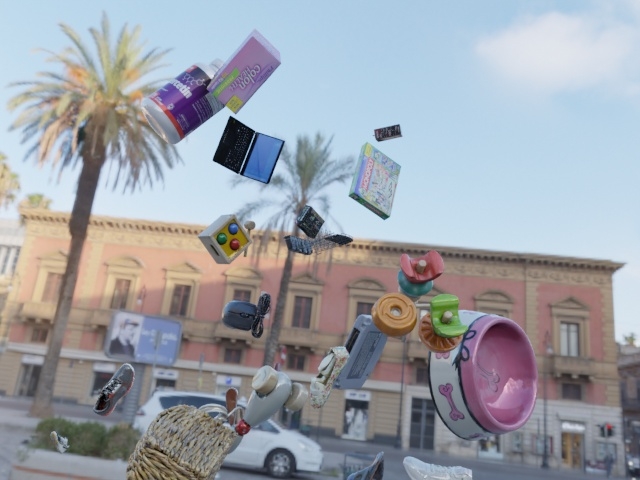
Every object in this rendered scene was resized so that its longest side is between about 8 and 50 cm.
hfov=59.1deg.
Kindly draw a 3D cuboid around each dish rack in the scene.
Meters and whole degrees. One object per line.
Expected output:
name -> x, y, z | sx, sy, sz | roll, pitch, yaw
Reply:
dish rack -> 0.000, 0.000, 2.480 | 0.272, 0.074, 0.208 | -16, -15, 25

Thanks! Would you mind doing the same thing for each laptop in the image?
laptop -> -0.338, -0.427, 2.675 | 0.137, 0.234, 0.264 | 14, -9, 44

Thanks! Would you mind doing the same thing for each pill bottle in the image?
pill bottle -> -0.450, -0.495, 1.974 | 0.181, 0.323, 0.181 | 42, -17, 16

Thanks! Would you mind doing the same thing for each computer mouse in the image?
computer mouse -> -0.328, 0.300, 2.334 | 0.272, 0.188, 0.072 | -5, -24, 43

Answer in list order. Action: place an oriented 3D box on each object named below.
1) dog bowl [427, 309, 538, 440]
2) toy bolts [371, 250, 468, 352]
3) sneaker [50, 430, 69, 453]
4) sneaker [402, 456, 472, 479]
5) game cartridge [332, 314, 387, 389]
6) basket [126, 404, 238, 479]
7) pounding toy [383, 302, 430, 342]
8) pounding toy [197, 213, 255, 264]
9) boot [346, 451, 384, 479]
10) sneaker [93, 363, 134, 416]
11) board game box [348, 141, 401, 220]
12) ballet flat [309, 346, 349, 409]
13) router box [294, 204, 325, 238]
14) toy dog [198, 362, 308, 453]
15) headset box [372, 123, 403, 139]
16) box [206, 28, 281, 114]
dog bowl -> 0.522, 0.414, 1.759 | 0.408, 0.407, 0.150 | 18, -23, -35
toy bolts -> 0.212, 0.156, 1.321 | 0.218, 0.228, 0.158 | -2, -35, -7
sneaker -> -0.787, 0.603, 1.708 | 0.032, 0.083, 0.037 | 17, 36, 34
sneaker -> 0.431, 0.816, 1.952 | 0.305, 0.152, 0.114 | 31, 14, -2
game cartridge -> 0.154, 0.416, 2.104 | 0.062, 0.297, 0.198 | 30, 9, 35
basket -> -0.387, 0.593, 1.479 | 0.213, 0.223, 0.299 | 29, 6, 6
pounding toy -> 0.308, 0.274, 1.932 | 0.155, 0.154, 0.269 | 13, -5, 14
pounding toy -> -0.291, -0.008, 1.989 | 0.094, 0.206, 0.181 | -1, -53, 49
boot -> 0.152, 0.789, 1.917 | 0.106, 0.082, 0.219 | 0, 17, 20
sneaker -> -0.577, 0.418, 1.576 | 0.061, 0.158, 0.065 | 24, -14, 11
board game box -> 0.250, -0.271, 2.557 | 0.213, 0.317, 0.046 | 32, -37, -22
ballet flat -> 0.012, 0.465, 1.940 | 0.077, 0.241, 0.091 | 26, 2, -37
router box -> -0.043, -0.076, 2.311 | 0.038, 0.092, 0.122 | 22, -16, 38
toy dog -> -0.202, 0.494, 1.736 | 0.334, 0.161, 0.220 | -26, -65, 3
headset box -> 0.191, -0.307, 1.620 | 0.083, 0.032, 0.062 | -9, 0, 14
box -> -0.238, -0.540, 1.788 | 0.117, 0.243, 0.213 | 40, -73, -21
